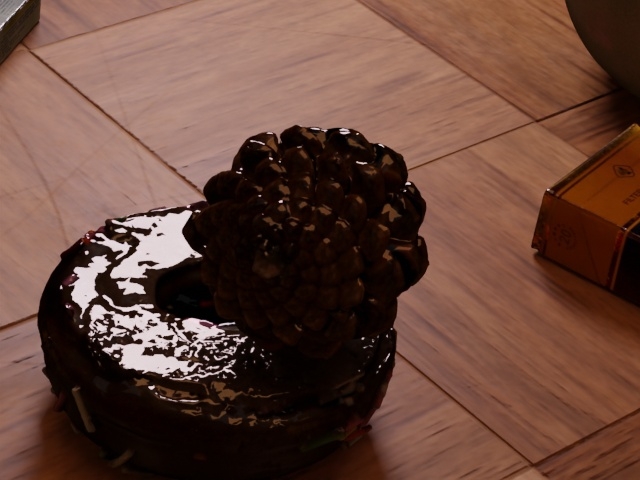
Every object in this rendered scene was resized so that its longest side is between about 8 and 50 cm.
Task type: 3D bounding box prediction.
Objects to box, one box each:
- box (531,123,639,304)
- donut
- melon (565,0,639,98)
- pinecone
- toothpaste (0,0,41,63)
[{"bbox_3d":[0.314,0.002,1.596,0.237,0.070,0.152,27,40,27],"label":"box"},{"bbox_3d":[-0.076,0.074,1.397,0.270,0.103,0.269,7,34,-4],"label":"donut"},{"bbox_3d":[0.359,-0.246,1.779,0.268,0.268,0.330,-8,31,-20],"label":"melon"},{"bbox_3d":[0.000,0.000,1.307,0.174,0.173,0.173,5,36,-4],"label":"pinecone"},{"bbox_3d":[-0.297,-0.188,1.763,0.034,0.046,0.164,16,37,8],"label":"toothpaste"}]
